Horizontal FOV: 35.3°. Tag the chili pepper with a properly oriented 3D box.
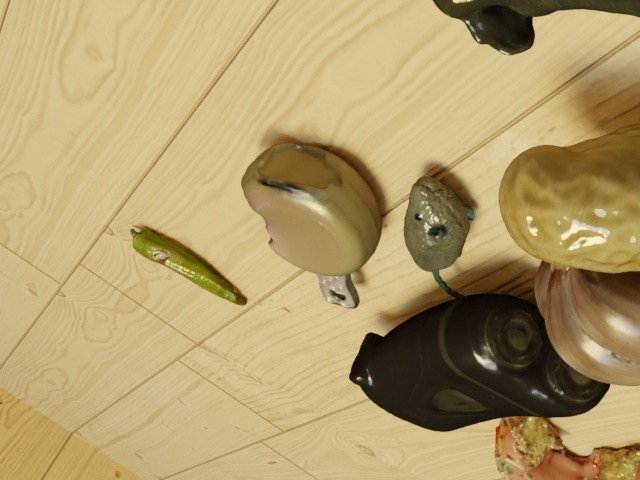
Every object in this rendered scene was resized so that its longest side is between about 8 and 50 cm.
[{"bbox_3d":[-0.196,0.042,1.496,0.208,0.043,0.049,33,137,-7],"label":"chili pepper"}]

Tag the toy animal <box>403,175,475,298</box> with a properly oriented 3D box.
[{"bbox_3d":[0.146,0.020,1.144,0.079,0.070,0.253,28,158,39],"label":"toy animal"}]

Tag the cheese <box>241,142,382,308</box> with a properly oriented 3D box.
[{"bbox_3d":[0.000,0.000,1.222,0.163,0.082,0.286,18,149,21],"label":"cheese"}]

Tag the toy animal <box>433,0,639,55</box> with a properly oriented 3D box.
[{"bbox_3d":[0.168,-0.211,0.688,0.245,0.146,0.114,0,140,42],"label":"toy animal"}]

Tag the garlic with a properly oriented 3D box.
[{"bbox_3d":[0.294,0.067,0.990,0.191,0.160,0.214,33,148,5],"label":"garlic"}]

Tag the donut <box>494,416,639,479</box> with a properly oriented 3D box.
[{"bbox_3d":[0.350,0.328,1.412,0.232,0.085,0.199,19,150,22],"label":"donut"}]

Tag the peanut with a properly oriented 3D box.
[{"bbox_3d":[0.311,-0.014,0.841,0.325,0.140,0.153,10,121,7],"label":"peanut"}]

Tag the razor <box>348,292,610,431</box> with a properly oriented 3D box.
[{"bbox_3d":[0.187,0.156,1.249,0.204,0.114,0.349,28,157,-16],"label":"razor"}]
